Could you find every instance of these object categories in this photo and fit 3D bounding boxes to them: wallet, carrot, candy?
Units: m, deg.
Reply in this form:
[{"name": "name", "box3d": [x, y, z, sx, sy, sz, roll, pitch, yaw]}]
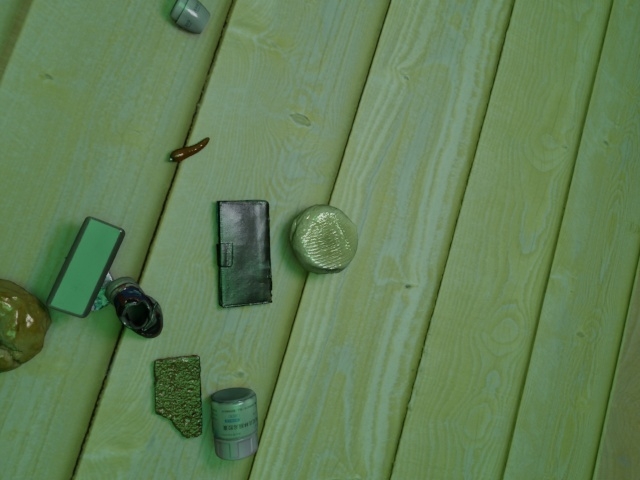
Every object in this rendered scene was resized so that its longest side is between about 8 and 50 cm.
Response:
[{"name": "wallet", "box3d": [-0.228, 0.037, 1.457, 0.169, 0.044, 0.317, -3, 92, -27]}, {"name": "carrot", "box3d": [-0.378, -0.261, 1.402, 0.142, 0.035, 0.035, -33, 102, -27]}, {"name": "candy", "box3d": [-0.596, 0.099, 1.284, 0.092, 0.073, 0.160, -27, 100, -23]}]

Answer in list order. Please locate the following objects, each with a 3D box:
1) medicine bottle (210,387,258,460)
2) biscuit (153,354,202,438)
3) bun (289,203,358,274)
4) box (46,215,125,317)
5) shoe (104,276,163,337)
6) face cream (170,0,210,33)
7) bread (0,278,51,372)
[{"name": "medicine bottle", "box3d": [-0.246, 0.525, 1.399, 0.135, 0.135, 0.169, -4, 92, -23]}, {"name": "biscuit", "box3d": [-0.406, 0.450, 1.388, 0.131, 0.026, 0.237, -2, 91, -21]}, {"name": "bun", "box3d": [0.000, 0.000, 1.505, 0.220, 0.134, 0.221, 2, 85, -20]}, {"name": "box", "box3d": [-0.587, 0.067, 1.220, 0.103, 0.055, 0.244, 25, 81, -18]}, {"name": "shoe", "box3d": [-0.467, 0.197, 1.277, 0.099, 0.125, 0.228, -41, 137, -19]}, {"name": "face cream", "box3d": [-0.369, -0.641, 1.376, 0.095, 0.091, 0.091, 28, 79, -28]}, {"name": "bread", "box3d": [-0.788, 0.208, 1.171, 0.244, 0.134, 0.245, 0, 91, -20]}]
